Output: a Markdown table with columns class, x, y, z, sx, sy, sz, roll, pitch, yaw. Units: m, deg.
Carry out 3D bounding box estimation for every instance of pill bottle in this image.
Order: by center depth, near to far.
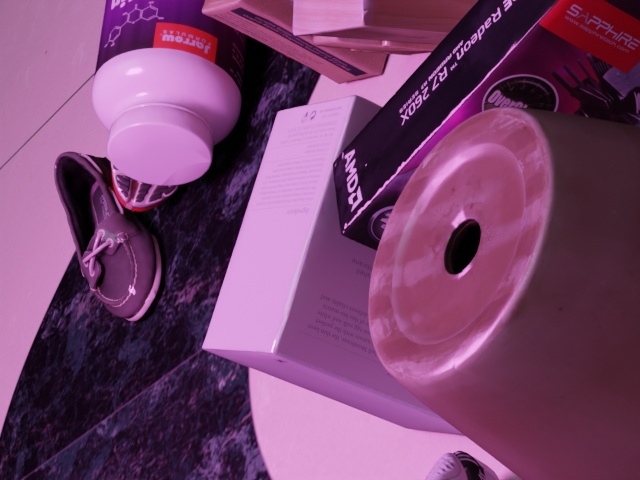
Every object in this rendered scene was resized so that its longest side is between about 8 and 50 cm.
| class | x | y | z | sx | sy | sz | roll | pitch | yaw |
| --- | --- | --- | --- | --- | --- | --- | --- | --- | --- |
| pill bottle | -0.180 | -0.233 | 2.214 | 0.181 | 0.181 | 0.323 | -38 | 39 | 44 |

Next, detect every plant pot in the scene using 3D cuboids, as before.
| class | x | y | z | sx | sy | sz | roll | pitch | yaw |
| --- | --- | --- | --- | --- | --- | --- | --- | --- | --- |
| plant pot | 0.198 | 0.051 | 1.196 | 0.323 | 0.280 | 0.323 | -40 | 38 | 41 |

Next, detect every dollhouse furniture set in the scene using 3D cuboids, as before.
| class | x | y | z | sx | sy | sz | roll | pitch | yaw |
| --- | --- | --- | --- | --- | --- | --- | --- | --- | --- |
| dollhouse furniture set | 0.076 | -0.339 | 1.716 | 0.286 | 0.198 | 0.303 | 4 | 92 | 62 |

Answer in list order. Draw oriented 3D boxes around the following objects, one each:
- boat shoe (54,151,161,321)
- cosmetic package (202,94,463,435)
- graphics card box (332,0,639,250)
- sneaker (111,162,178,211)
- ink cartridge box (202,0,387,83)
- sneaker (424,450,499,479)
| class | x | y | z | sx | sy | sz | roll | pitch | yaw |
| --- | --- | --- | --- | --- | --- | --- | --- | --- | --- |
| boat shoe | -0.283 | -0.010 | 2.319 | 0.112 | 0.095 | 0.335 | -56 | 28 | 20 |
| cosmetic package | 0.052 | 0.027 | 1.538 | 0.138 | 0.224 | 0.224 | -6 | 63 | 59 |
| graphics card box | 0.205 | -0.104 | 1.356 | 0.371 | 0.233 | 0.094 | -46 | 34 | 34 |
| sneaker | -0.219 | -0.133 | 2.332 | 0.118 | 0.107 | 0.279 | 115 | 163 | -47 |
| ink cartridge box | 0.003 | -0.313 | 1.930 | 0.088 | 0.193 | 0.234 | -4 | 67 | 58 |
| sneaker | 0.127 | 0.286 | 1.309 | 0.137 | 0.210 | 0.366 | -58 | -6 | 16 |
